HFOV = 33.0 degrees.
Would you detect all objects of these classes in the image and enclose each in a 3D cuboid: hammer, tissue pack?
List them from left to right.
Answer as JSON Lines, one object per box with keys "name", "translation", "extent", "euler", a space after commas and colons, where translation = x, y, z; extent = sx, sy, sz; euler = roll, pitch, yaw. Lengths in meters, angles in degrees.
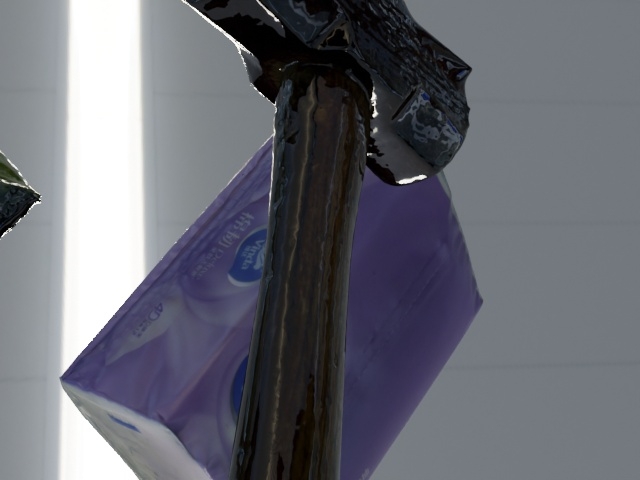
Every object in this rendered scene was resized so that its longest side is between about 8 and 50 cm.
{"name": "tissue pack", "translation": [-0.017, 0.081, 0.917], "extent": [0.160, 0.242, 0.338], "euler": [15, -124, 40]}
{"name": "hammer", "translation": [0.000, 0.000, 0.628], "extent": [0.242, 0.095, 0.409], "euler": [37, -134, -42]}

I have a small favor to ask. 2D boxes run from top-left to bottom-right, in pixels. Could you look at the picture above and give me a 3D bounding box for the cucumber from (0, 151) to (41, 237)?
{"name": "cucumber", "translation": [-0.213, 0.037, 0.467], "extent": [0.215, 0.058, 0.052], "euler": [-47, -61, -11]}
